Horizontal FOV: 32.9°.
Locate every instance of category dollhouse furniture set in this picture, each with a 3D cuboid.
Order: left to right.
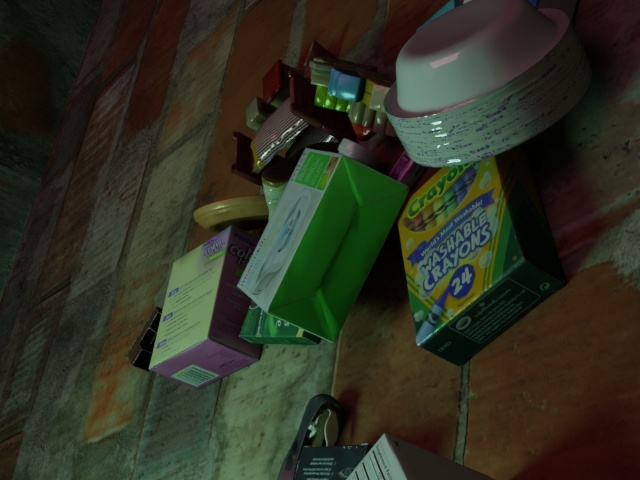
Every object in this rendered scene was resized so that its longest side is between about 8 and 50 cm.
[{"bbox_3d":[-0.061,-0.278,2.145,0.201,0.152,0.374,-44,32,31],"label":"dollhouse furniture set"}]

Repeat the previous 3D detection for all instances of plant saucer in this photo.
[{"bbox_3d":[-0.140,-0.048,2.052,0.200,0.200,0.037,-19,77,53],"label":"plant saucer"}]

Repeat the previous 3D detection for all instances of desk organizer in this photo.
[{"bbox_3d":[-0.363,0.214,2.339,0.130,0.047,0.050,-58,30,8],"label":"desk organizer"}]

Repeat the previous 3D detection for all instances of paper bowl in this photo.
[{"bbox_3d":[0.219,-0.237,1.511,0.284,0.148,0.284,-26,25,13],"label":"paper bowl"}]

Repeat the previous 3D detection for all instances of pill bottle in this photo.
[{"bbox_3d":[0.029,-0.078,1.863,0.184,0.103,0.103,-62,27,0],"label":"pill bottle"}]

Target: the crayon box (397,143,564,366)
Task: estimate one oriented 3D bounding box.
[{"bbox_3d":[0.209,-0.013,1.517,0.203,0.083,0.323,-44,32,31],"label":"crayon box"}]

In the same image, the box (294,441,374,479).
[{"bbox_3d":[0.033,0.365,1.467,0.156,0.093,0.158,-17,50,54],"label":"box"}]

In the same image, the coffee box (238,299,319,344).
[{"bbox_3d":[-0.059,0.123,1.879,0.184,0.040,0.113,-4,61,51],"label":"coffee box"}]

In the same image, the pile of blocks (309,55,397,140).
[{"bbox_3d":[0.052,-0.241,1.889,0.362,0.149,0.112,-125,44,-70],"label":"pile of blocks"}]

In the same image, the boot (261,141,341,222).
[{"bbox_3d":[-0.020,-0.078,1.955,0.077,0.213,0.165,28,131,36],"label":"boot"}]

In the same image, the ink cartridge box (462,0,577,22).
[{"bbox_3d":[0.307,-0.372,1.675,0.191,0.082,0.139,-11,56,55],"label":"ink cartridge box"}]

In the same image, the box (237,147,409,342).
[{"bbox_3d":[0.000,0.000,1.693,0.262,0.127,0.231,-64,18,1],"label":"box"}]

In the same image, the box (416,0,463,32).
[{"bbox_3d":[0.208,-0.277,1.781,0.100,0.060,0.244,-37,36,40],"label":"box"}]

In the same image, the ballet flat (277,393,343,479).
[{"bbox_3d":[-0.013,0.324,1.613,0.074,0.074,0.203,-13,52,56],"label":"ballet flat"}]

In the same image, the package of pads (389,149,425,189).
[{"bbox_3d":[0.151,-0.128,1.776,0.083,0.032,0.050,-57,25,11],"label":"package of pads"}]

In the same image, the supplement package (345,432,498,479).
[{"bbox_3d":[0.106,0.365,1.229,0.203,0.194,0.149,-54,29,17],"label":"supplement package"}]

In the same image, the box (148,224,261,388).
[{"bbox_3d":[-0.202,0.130,2.059,0.213,0.117,0.243,-30,42,46],"label":"box"}]
